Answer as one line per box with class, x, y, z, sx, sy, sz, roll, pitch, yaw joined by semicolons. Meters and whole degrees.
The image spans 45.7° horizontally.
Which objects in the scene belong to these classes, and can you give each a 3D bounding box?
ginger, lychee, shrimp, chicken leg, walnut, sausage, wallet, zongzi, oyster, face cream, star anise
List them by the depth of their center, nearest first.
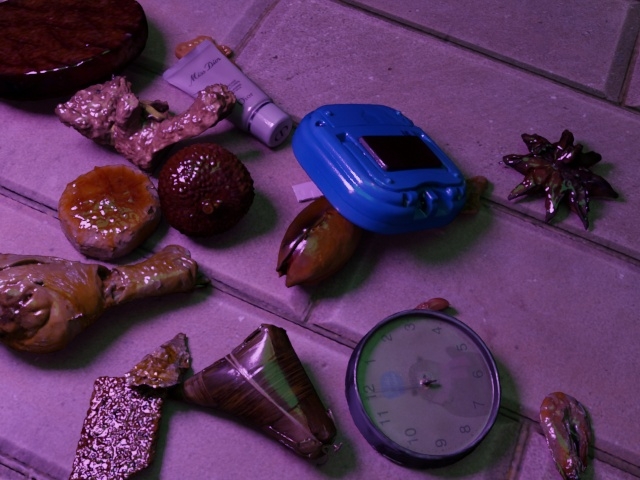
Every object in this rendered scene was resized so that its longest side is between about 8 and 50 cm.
zongzi;-0.113;0.300;1.277;0.241;0.111;0.247;-33;73;4
oyster;-0.271;0.218;1.307;0.146;0.045;0.121;-8;35;-40
shrimp;0.438;0.353;1.328;0.101;0.042;0.190;7;54;-11
chicken leg;-0.405;0.083;1.349;0.429;0.153;0.201;-11;50;-23
sausage;0.179;0.149;1.435;0.158;0.036;0.042;-27;75;-23
walnut;0.000;0.000;1.458;0.137;0.137;0.245;29;51;12
lychee;-0.227;-0.100;1.469;0.194;0.194;0.194;3;56;-5
wallet;-0.016;-0.107;1.599;0.083;0.011;0.044;-15;59;-17
ginger;0.320;-0.094;1.616;0.057;0.044;0.137;2;43;30
star anise;0.524;-0.152;1.644;0.272;0.102;0.272;2;59;-4
face cream;-0.197;-0.322;1.678;0.314;0.089;0.143;39;74;21

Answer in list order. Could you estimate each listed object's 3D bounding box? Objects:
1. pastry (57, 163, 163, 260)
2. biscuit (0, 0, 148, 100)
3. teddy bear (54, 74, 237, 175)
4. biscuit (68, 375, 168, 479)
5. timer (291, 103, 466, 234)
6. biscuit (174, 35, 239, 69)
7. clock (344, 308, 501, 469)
pastry;-0.404;-0.058;1.468;0.192;0.093;0.182;-37;70;-28
biscuit;-0.581;-0.435;1.667;0.407;0.091;0.407;-3;43;2
teddy bear;-0.348;-0.271;1.550;0.296;0.246;0.222;-36;98;11
biscuit;-0.332;0.333;1.242;0.131;0.026;0.237;0;55;6
timer;0.126;-0.151;1.521;0.340;0.115;0.309;-9;52;-43
biscuit;-0.262;-0.411;1.766;0.133;0.027;0.184;-17;60;-19
clock;0.181;0.254;1.331;0.280;0.055;0.280;4;63;-9
